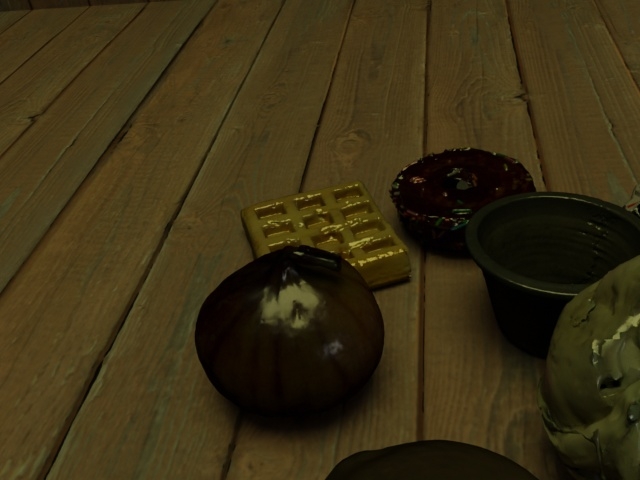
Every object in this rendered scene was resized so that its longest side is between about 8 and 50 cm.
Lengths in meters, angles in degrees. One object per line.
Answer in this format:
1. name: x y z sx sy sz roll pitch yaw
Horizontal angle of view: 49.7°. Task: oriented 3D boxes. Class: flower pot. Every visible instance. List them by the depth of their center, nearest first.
1. flower pot: 0.308 0.054 0.906 0.235 0.148 0.235 -5 33 3

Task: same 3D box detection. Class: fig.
1. fig: -0.039 0.104 0.868 0.235 0.214 0.235 -26 33 18

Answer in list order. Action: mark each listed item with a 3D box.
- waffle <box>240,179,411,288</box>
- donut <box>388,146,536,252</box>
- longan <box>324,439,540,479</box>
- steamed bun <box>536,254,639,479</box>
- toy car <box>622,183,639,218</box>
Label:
1. waffle: 0.000 0.000 1.108 0.221 0.055 0.248 -15 38 -10
2. donut: 0.228 -0.064 1.125 0.235 0.089 0.235 -5 38 4
3. longan: 0.095 0.282 0.566 0.258 0.258 0.258 -5 37 4
4. steamed bun: 0.368 0.157 0.722 0.280 0.268 0.207 8 -8 -10
5. toy car: 0.523 -0.047 1.052 0.209 0.089 0.108 -15 37 -13
